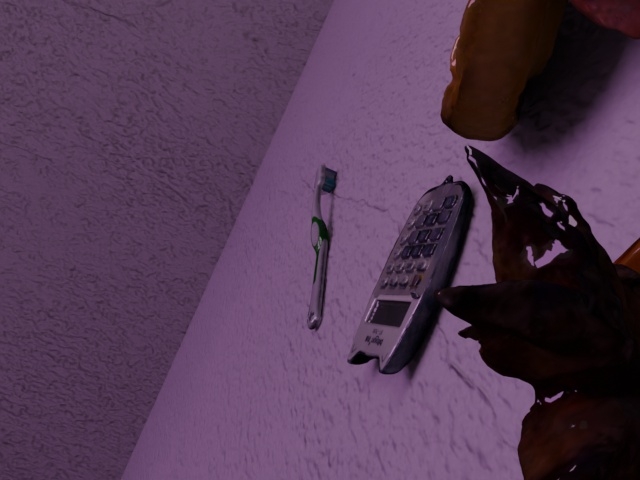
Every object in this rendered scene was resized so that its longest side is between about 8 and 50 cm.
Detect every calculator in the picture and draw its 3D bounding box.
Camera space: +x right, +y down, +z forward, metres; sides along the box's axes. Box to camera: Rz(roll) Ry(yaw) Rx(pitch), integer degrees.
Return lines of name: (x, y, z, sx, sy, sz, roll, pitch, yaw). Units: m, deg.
calculator: (0.114, 0.039, 1.040, 0.268, 0.040, 0.177, -69, 15, -7)

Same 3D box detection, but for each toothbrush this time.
toothbrush: (-0.005, -0.002, 1.533, 0.042, 0.040, 0.417, -53, 20, 39)

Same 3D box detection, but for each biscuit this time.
biscuit: (0.207, -0.246, 0.878, 0.296, 0.102, 0.296, 15, -90, -78)

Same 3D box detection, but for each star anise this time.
star anise: (0.159, 0.063, 0.438, 0.103, 0.272, 0.271, -21, 41, 33)

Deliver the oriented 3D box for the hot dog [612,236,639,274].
hot dog: (0.233, 0.037, 0.580, 0.188, 0.055, 0.072, -56, 21, 38)

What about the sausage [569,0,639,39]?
sausage: (0.288, -0.309, 0.716, 0.152, 0.152, 0.279, -28, 43, 68)
